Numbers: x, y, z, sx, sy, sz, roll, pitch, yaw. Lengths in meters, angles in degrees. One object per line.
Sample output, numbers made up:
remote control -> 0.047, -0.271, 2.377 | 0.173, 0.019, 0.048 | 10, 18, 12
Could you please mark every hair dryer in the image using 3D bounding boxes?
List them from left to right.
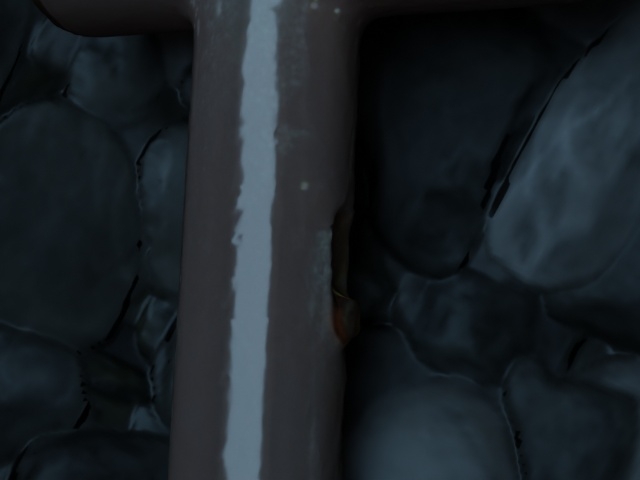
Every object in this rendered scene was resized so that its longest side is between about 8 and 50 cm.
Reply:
hair dryer -> 0.000, 0.000, 0.585 | 0.189, 0.107, 0.344 | -1, 81, 22
